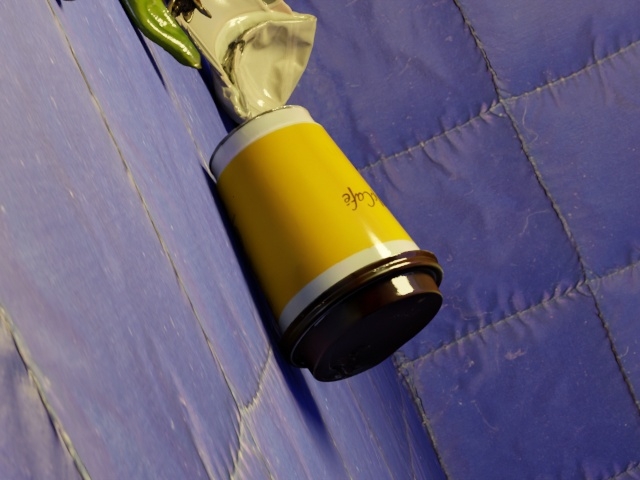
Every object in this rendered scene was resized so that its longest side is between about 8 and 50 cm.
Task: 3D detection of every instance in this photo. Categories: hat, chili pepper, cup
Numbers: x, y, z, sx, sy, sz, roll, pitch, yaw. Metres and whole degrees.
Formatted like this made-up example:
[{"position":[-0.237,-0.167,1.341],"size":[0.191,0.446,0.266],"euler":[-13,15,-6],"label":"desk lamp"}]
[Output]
[{"position":[-0.133,-0.282,2.115],"size":[0.226,0.219,0.164],"euler":[36,-33,0],"label":"hat"},{"position":[-0.188,-0.261,1.537],"size":[0.052,0.050,0.202],"euler":[-85,153,-48],"label":"chili pepper"},{"position":[0.000,0.000,1.575],"size":[0.280,0.196,0.196],"euler":[59,1,22],"label":"cup"}]

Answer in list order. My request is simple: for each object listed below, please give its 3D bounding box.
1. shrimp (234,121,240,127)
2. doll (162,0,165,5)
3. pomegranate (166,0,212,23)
[{"position":[-0.094,-0.176,2.257],"size":[0.287,0.063,0.152],"euler":[64,3,-11],"label":"shrimp"},{"position":[-0.213,-0.343,1.708],"size":[0.165,0.057,0.139],"euler":[81,-15,-70],"label":"doll"},{"position":[-0.177,-0.380,1.960],"size":[0.129,0.129,0.159],"euler":[62,14,-47],"label":"pomegranate"}]
